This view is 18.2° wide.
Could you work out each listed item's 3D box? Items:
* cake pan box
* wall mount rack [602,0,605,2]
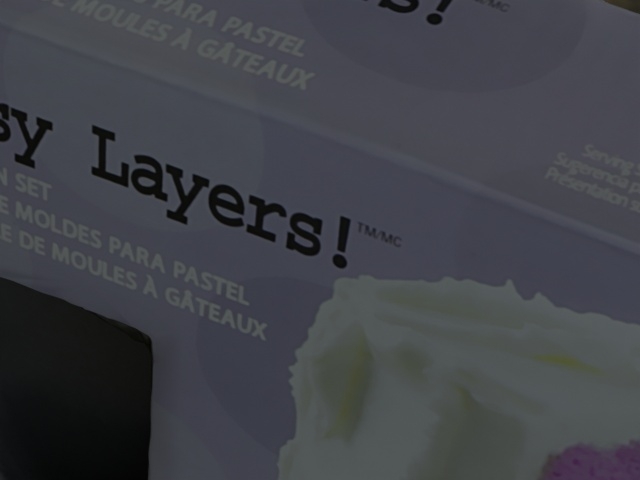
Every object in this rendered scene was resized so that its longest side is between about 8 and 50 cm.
[{"bbox_3d":[-0.005,0.044,0.436,0.070,0.267,0.245,-56,162,-45],"label":"cake pan box"},{"bbox_3d":[0.249,-0.096,1.339,0.130,0.350,0.304,-33,143,-12],"label":"wall mount rack"}]
